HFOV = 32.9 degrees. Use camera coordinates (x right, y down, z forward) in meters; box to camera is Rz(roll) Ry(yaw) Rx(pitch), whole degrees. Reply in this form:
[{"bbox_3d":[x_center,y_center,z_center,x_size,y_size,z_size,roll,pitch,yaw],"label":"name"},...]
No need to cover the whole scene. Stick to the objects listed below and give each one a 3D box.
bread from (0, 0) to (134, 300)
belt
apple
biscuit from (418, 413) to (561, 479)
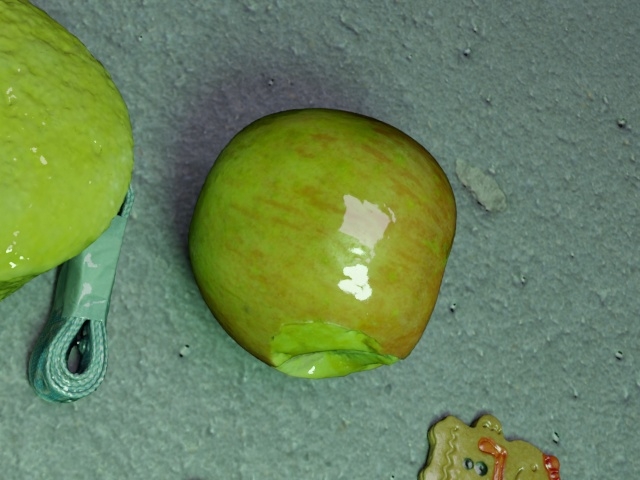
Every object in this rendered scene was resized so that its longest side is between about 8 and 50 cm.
[{"bbox_3d":[-0.399,-0.079,1.175,0.348,0.308,0.348,13,60,-23],"label":"bread"},{"bbox_3d":[-0.290,0.048,1.319,0.087,0.072,0.302,14,66,-24],"label":"belt"},{"bbox_3d":[0.000,0.000,1.337,0.339,0.339,0.339,9,68,-23],"label":"apple"},{"bbox_3d":[0.243,0.329,1.502,0.225,0.036,0.166,26,61,-16],"label":"biscuit"}]
